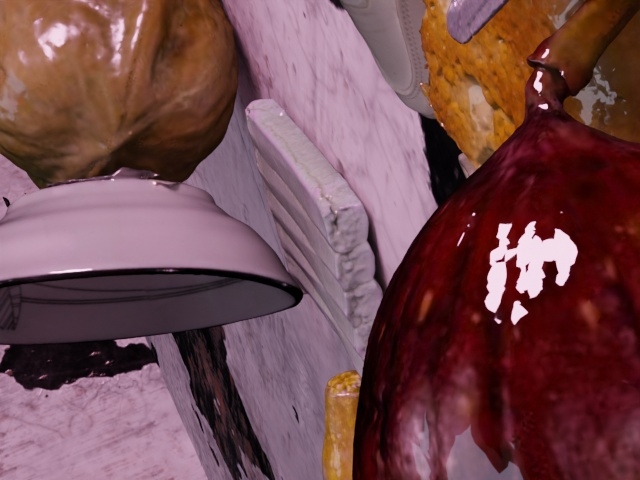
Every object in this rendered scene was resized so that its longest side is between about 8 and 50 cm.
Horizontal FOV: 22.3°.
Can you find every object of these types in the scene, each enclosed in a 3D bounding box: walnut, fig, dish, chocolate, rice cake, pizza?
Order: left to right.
[{"bbox_3d":[-0.189,-0.167,1.403,0.283,0.227,0.283,-38,43,48],"label":"walnut"},{"bbox_3d":[-0.171,0.012,1.346,0.316,0.316,0.106,122,144,-75],"label":"dish"},{"bbox_3d":[0.000,0.000,1.300,0.198,0.037,0.189,-134,26,-61],"label":"rice cake"},{"bbox_3d":[0.039,0.207,1.403,0.085,0.085,0.219,-128,25,-53],"label":"chocolate"},{"bbox_3d":[0.098,-0.081,0.713,0.197,0.058,0.292,155,95,-75],"label":"pizza"},{"bbox_3d":[0.093,0.031,0.559,0.186,0.203,0.249,-40,-69,-59],"label":"fig"}]

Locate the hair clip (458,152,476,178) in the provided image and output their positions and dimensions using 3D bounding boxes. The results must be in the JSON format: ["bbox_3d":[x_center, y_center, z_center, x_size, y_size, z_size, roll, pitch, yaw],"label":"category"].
[{"bbox_3d":[0.103,0.031,0.849,0.159,0.071,0.218,61,173,4],"label":"hair clip"}]

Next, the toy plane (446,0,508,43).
[{"bbox_3d":[0.107,-0.149,0.514,0.267,0.088,0.212,28,126,54],"label":"toy plane"}]

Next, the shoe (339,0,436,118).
[{"bbox_3d":[-0.023,-0.179,0.793,0.316,0.159,0.124,69,169,-22],"label":"shoe"}]
